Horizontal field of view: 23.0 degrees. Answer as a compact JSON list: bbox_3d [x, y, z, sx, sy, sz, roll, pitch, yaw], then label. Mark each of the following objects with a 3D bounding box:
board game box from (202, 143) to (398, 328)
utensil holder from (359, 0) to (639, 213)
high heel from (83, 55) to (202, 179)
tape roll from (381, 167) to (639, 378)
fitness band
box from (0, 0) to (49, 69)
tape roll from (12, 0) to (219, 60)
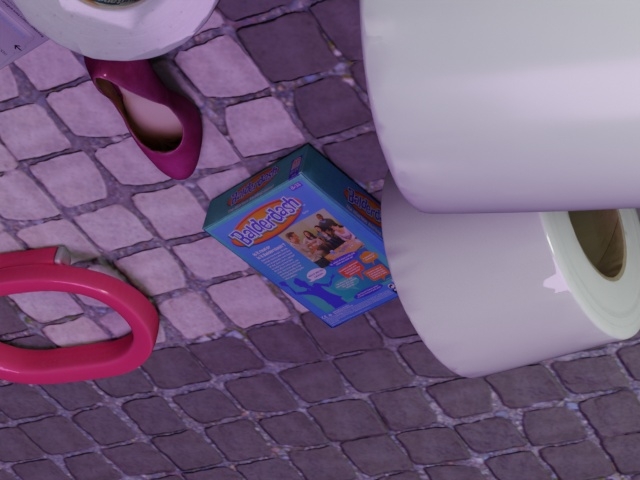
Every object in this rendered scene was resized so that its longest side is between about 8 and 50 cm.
[{"bbox_3d":[0.000,0.000,1.742,0.160,0.047,0.210,-27,126,37],"label":"board game box"},{"bbox_3d":[0.257,-0.181,1.265,0.385,0.327,0.327,-3,137,19],"label":"utensil holder"},{"bbox_3d":[-0.178,-0.123,1.591,0.082,0.117,0.244,3,138,10],"label":"high heel"},{"bbox_3d":[0.194,-0.001,1.543,0.169,0.246,0.246,-19,131,32],"label":"tape roll"},{"bbox_3d":[-0.339,0.097,1.938,0.291,0.054,0.209,-8,138,23],"label":"fitness band"},{"bbox_3d":[-0.324,-0.247,1.546,0.186,0.038,0.145,-25,126,34],"label":"box"},{"bbox_3d":[-0.183,-0.273,1.410,0.219,0.072,0.219,4,121,7],"label":"tape roll"}]
